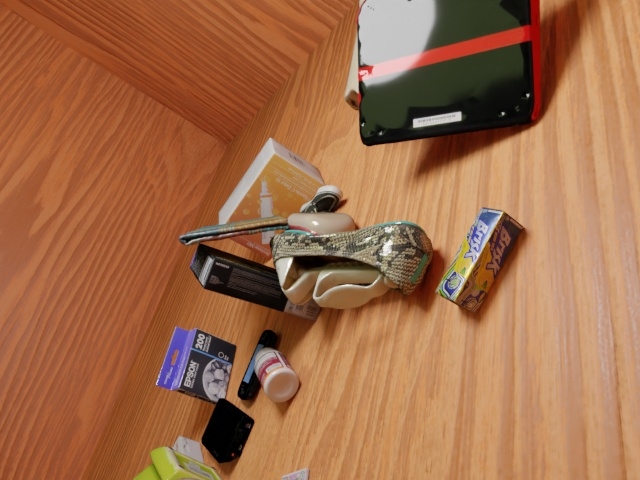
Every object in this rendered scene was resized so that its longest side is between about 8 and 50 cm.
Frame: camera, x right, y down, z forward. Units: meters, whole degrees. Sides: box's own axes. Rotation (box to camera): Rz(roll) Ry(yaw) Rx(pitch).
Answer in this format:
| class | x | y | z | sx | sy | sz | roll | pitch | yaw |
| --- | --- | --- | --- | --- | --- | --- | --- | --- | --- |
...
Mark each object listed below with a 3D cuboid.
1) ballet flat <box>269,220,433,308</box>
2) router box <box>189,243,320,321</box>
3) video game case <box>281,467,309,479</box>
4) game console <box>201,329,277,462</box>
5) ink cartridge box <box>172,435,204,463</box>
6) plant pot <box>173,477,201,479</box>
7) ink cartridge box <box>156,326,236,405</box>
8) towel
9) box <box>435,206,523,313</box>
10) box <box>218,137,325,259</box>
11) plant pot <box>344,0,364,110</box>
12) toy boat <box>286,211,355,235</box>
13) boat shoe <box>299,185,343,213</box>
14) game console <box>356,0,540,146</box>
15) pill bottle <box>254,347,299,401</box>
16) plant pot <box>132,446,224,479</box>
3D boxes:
| class | x | y | z | sx | sy | sz | roll | pitch | yaw |
| --- | --- | --- | --- | --- | --- | --- | --- | --- | --- |
| ballet flat | 0.016 | 0.062 | 1.039 | 0.482 | 0.164 | 0.182 | -4 | 50 | 46 |
| router box | -0.174 | 0.107 | 1.258 | 0.243 | 0.308 | 0.081 | 20 | 89 | 65 |
| video game case | -0.056 | 0.521 | 0.931 | 0.087 | 0.011 | 0.122 | -39 | 32 | 38 |
| game console | -0.218 | 0.420 | 1.322 | 0.213 | 0.043 | 0.362 | -9 | 55 | 60 |
| ink cartridge box | -0.413 | 0.683 | 1.368 | 0.175 | 0.072 | 0.127 | -60 | 24 | -1 |
| plant pot | -0.185 | 0.591 | 0.860 | 0.273 | 0.256 | 0.257 | -13 | 50 | 38 |
| ink cartridge box | -0.376 | 0.383 | 1.468 | 0.045 | 0.208 | 0.206 | -43 | 29 | 39 |
| towel | -0.228 | -0.028 | 1.298 | 0.370 | 0.271 | 0.040 | -155 | 55 | -81 |
| box | 0.266 | 0.032 | 0.793 | 0.169 | 0.059 | 0.054 | -61 | 26 | -2 |
| box | -0.178 | -0.144 | 1.665 | 0.345 | 0.214 | 0.168 | -52 | 26 | 18 |
| plant pot | 0.211 | -0.471 | 1.209 | 0.333 | 0.333 | 0.306 | 20 | 93 | 66 |
| toy boat | 0.000 | 0.000 | 1.291 | 0.231 | 0.150 | 0.151 | -170 | 78 | -65 |
| boat shoe | -0.002 | -0.095 | 1.448 | 0.219 | 0.077 | 0.070 | -37 | 31 | 56 |
| game console | 0.248 | -0.387 | 0.988 | 0.386 | 0.060 | 0.343 | -1 | 93 | 36 |
| pill bottle | -0.114 | 0.326 | 1.173 | 0.086 | 0.086 | 0.152 | -60 | 23 | 0 |
| plant pot | -0.340 | 0.634 | 1.111 | 0.207 | 0.228 | 0.227 | -60 | 23 | -18 |
